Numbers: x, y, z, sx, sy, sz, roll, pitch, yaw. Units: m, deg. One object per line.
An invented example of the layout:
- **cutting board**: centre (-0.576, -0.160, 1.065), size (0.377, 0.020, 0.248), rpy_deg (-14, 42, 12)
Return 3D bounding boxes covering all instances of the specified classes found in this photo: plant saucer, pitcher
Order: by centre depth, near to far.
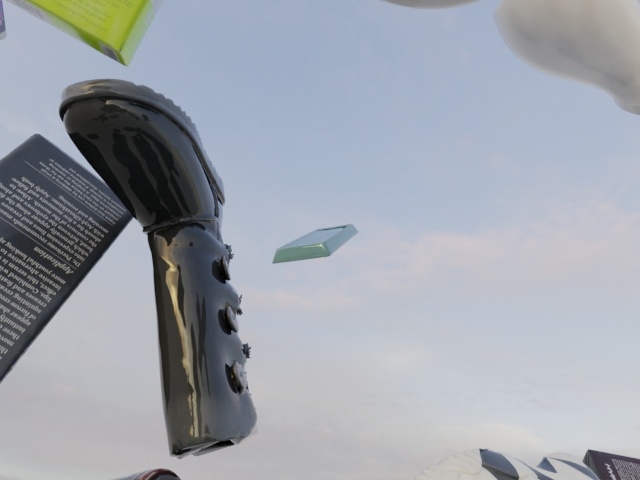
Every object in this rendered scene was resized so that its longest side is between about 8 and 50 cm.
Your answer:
- **pitcher**: centre (0.314, -0.247, 0.584), size (0.207, 0.178, 0.126), rpy_deg (36, -70, 0)
- **plant saucer**: centre (0.000, 0.000, 0.608), size (0.067, 0.018, 0.192), rpy_deg (-8, 5, 15)

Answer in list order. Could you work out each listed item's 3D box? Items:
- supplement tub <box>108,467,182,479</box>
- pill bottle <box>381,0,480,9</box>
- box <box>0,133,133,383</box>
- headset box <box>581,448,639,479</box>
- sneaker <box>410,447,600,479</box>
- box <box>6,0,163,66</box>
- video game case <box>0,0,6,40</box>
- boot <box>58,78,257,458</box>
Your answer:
- **supplement tub**: centre (-0.265, 0.352, 0.591), size (0.197, 0.106, 0.106), rpy_deg (-21, -42, 18)
- **pill bottle**: centre (0.088, -0.278, 0.253), size (0.152, 0.272, 0.152), rpy_deg (22, -15, 6)
- **box**: centre (-0.531, 0.071, 0.778), size (0.212, 0.396, 0.293), rpy_deg (41, -50, -19)
- **headset box**: centre (0.510, 0.439, 0.687), size (0.292, 0.110, 0.218), rpy_deg (8, -63, 6)
- **sneaker**: centre (0.169, 0.246, 0.360), size (0.234, 0.153, 0.094), rpy_deg (15, -76, -28)
- **box**: centre (-0.171, -0.253, 0.399), size (0.108, 0.178, 0.042), rpy_deg (27, -6, -12)
- **video game case**: centre (-0.177, -0.127, 0.208), size (0.011, 0.087, 0.122), rpy_deg (27, -43, -4)
- **boot**: centre (-0.206, 0.061, 0.667), size (0.146, 0.446, 0.367), rpy_deg (-13, -22, 11)
